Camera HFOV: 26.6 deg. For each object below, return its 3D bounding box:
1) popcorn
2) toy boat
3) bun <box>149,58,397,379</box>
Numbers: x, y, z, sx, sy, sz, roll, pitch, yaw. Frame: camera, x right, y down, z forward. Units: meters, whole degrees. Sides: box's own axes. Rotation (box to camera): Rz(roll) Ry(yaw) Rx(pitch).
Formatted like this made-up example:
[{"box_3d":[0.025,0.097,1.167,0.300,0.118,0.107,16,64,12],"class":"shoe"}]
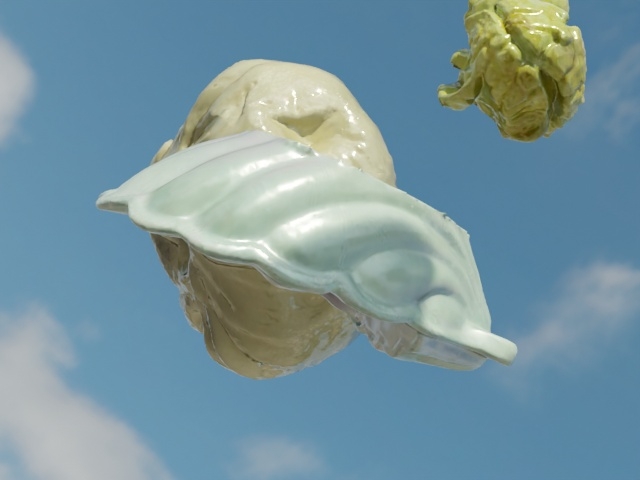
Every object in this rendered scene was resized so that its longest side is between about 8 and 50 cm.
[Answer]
[{"box_3d":[0.188,-0.161,1.248,0.135,0.162,0.141,5,-49,54],"class":"popcorn"},{"box_3d":[0.000,0.000,0.893,0.290,0.100,0.199,26,-2,-22],"class":"toy boat"},{"box_3d":[-0.074,-0.021,1.506,0.359,0.211,0.360,23,-62,54],"class":"bun"}]
